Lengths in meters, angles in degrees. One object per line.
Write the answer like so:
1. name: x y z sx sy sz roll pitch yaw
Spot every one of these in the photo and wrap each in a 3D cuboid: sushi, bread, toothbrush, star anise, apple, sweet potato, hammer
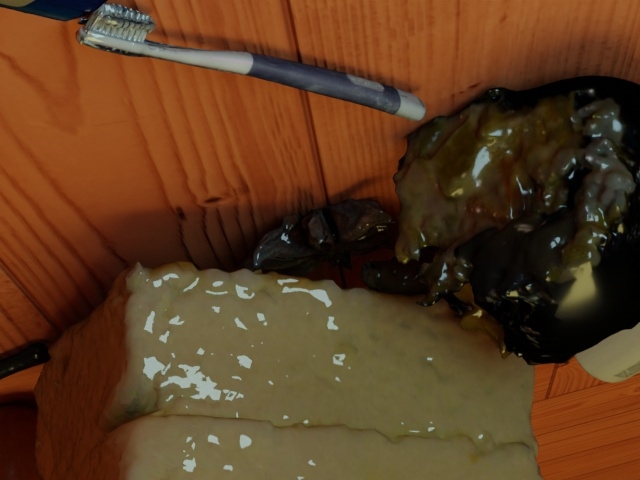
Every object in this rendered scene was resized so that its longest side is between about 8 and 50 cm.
1. sushi: 0.177 -0.017 1.047 0.200 0.213 0.204 -2 157 39
2. bread: -0.040 0.198 1.197 0.371 0.279 0.390 6 160 -21
3. toothbrush: -0.029 -0.106 0.883 0.288 0.024 0.026 8 135 -46
4. star anise: -0.002 -0.001 1.144 0.141 0.042 0.141 -18 165 -5
5. apple: -0.302 0.239 1.422 0.163 0.139 0.163 -16 161 -6
6. sweet potato: 0.122 0.028 1.239 0.081 0.062 0.233 -21 169 29
7. hammer: -0.349 0.144 1.304 0.246 0.029 0.103 -22 159 13

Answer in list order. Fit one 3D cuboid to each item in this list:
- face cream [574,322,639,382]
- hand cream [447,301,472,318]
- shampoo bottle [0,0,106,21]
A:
1. face cream: 0.385 0.043 1.453 0.102 0.102 0.345 -3 158 -29
2. hand cream: 0.168 0.087 1.492 0.086 0.055 0.235 -22 166 24
3. shampoo bottle: -0.169 -0.144 0.641 0.183 0.050 0.087 7 153 -45
